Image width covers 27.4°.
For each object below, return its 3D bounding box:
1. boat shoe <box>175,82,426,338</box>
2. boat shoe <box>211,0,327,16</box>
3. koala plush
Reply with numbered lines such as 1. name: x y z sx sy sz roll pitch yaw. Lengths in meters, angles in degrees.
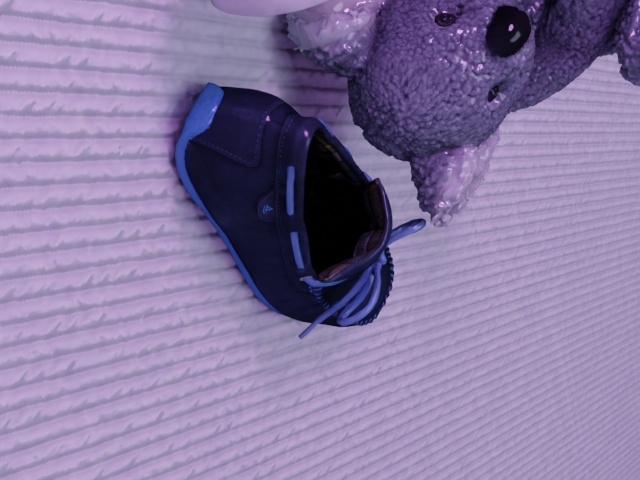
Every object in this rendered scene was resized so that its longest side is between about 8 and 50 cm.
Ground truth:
1. boat shoe: 0.000 0.000 0.789 0.258 0.089 0.109 40 66 -61
2. boat shoe: 0.010 -0.215 0.714 0.267 0.096 0.088 -53 141 -41
3. koala plush: 0.094 -0.128 0.836 0.196 0.203 0.221 51 61 -17
